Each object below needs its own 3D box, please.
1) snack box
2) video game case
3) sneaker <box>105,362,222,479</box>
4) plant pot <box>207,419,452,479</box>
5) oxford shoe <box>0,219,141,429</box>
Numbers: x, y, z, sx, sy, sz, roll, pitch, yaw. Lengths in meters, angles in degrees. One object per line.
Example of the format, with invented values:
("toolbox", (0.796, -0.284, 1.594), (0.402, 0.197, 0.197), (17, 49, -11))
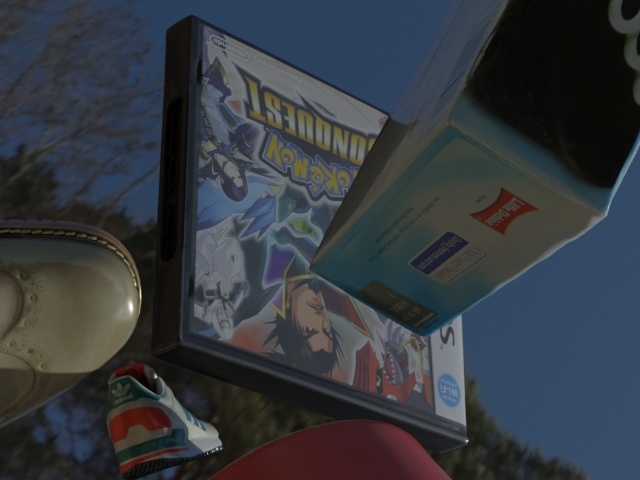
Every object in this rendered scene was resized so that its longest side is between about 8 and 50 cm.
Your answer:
("snack box", (0.110, -0.130, 0.612), (0.060, 0.187, 0.322), (30, -108, -4))
("video game case", (0.000, 0.000, 1.205), (0.035, 0.275, 0.248), (-24, -125, 40))
("sneaker", (-0.111, 0.120, 1.172), (0.057, 0.161, 0.075), (-19, -95, 6))
("plant pot", (0.026, 0.266, 1.074), (0.275, 0.275, 0.243), (-49, -129, 27))
("oxford shoe", (-0.265, 0.097, 0.935), (0.146, 0.397, 0.140), (26, -47, 57))
